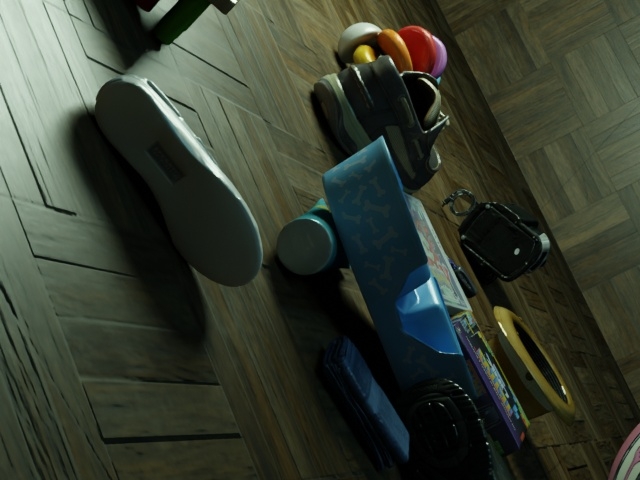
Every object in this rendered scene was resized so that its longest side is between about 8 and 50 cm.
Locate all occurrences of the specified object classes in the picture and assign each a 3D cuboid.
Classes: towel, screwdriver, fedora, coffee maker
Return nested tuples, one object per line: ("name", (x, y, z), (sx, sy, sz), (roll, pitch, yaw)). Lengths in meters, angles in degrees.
("towel", (0.040, 0.147, 1.196), (0.119, 0.029, 0.067), (58, 15, -12))
("screwdriver", (0.175, 0.018, 1.922), (0.170, 0.025, 0.024), (49, 18, -13))
("fedora", (0.275, 0.186, 1.822), (0.194, 0.079, 0.194), (50, 16, -20))
("coffee maker", (0.301, -0.017, 2.195), (0.171, 0.120, 0.178), (63, 14, 6))

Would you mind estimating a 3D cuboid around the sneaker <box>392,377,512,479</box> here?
("sneaker", (0.162, 0.270, 1.253), (0.130, 0.109, 0.286), (48, 21, -61))

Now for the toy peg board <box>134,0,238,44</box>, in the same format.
("toy peg board", (-0.152, -0.264, 1.234), (0.161, 0.079, 0.161), (43, 18, -10))

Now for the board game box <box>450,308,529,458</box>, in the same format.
("board game box", (0.196, 0.178, 1.633), (0.170, 0.048, 0.141), (62, 13, 2))

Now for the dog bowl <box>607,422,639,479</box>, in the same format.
("dog bowl", (0.624, 0.411, 2.038), (0.408, 0.408, 0.150), (57, -3, -18))

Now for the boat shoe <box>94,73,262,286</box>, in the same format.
("boat shoe", (-0.105, -0.048, 1.008), (0.184, 0.066, 0.063), (49, 18, -10))

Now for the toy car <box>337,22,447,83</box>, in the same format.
("toy car", (0.123, -0.260, 1.970), (0.159, 0.136, 0.182), (59, 13, 19))

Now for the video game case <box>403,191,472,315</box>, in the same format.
("video game case", (0.138, 0.014, 1.778), (0.183, 0.023, 0.201), (66, 15, 15))

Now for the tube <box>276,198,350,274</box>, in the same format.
("tube", (0.000, 0.000, 1.303), (0.207, 0.052, 0.080), (-25, 98, -81))

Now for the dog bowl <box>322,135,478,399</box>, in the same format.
("dog bowl", (0.080, 0.042, 1.329), (0.166, 0.074, 0.297), (-101, 170, -63))

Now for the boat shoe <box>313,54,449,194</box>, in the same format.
("boat shoe", (0.115, -0.155, 1.788), (0.132, 0.130, 0.355), (66, 15, 16))
